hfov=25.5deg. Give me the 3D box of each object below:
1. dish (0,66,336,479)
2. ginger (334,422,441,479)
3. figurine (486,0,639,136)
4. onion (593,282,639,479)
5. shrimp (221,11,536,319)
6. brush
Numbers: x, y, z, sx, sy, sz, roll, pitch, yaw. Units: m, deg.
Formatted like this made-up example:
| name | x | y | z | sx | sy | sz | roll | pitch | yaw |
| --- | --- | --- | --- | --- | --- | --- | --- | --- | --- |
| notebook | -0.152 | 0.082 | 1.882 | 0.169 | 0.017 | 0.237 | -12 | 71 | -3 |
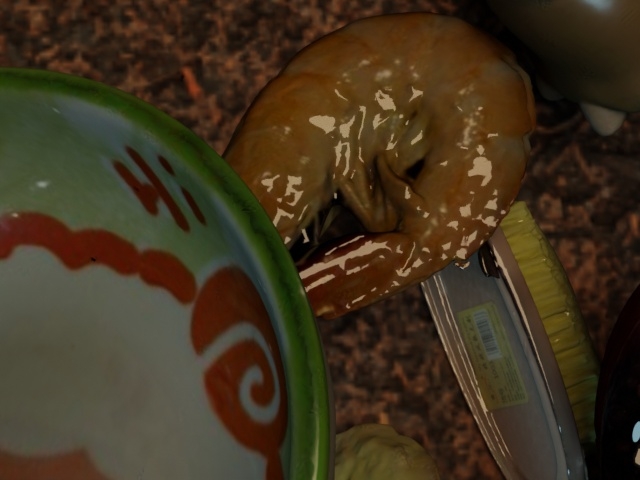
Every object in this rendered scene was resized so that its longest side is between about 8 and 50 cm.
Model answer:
| name | x | y | z | sx | sy | sz | roll | pitch | yaw |
| --- | --- | --- | --- | --- | --- | --- | --- | --- | --- |
| dish | -0.132 | 0.102 | 0.566 | 0.324 | 0.124 | 0.324 | -7 | 68 | 18 |
| ginger | 0.041 | 0.186 | 0.657 | 0.122 | 0.115 | 0.193 | 24 | 66 | -25 |
| figurine | 0.174 | -0.135 | 0.711 | 0.173 | 0.247 | 0.177 | -44 | 59 | 19 |
| onion | 0.270 | 0.128 | 0.590 | 0.341 | 0.341 | 0.341 | 2 | 77 | -9 |
| shrimp | 0.000 | 0.000 | 0.671 | 0.152 | 0.063 | 0.287 | 24 | 68 | 28 |
| brush | 0.129 | 0.118 | 0.696 | 0.067 | 0.072 | 0.313 | -16 | 81 | -26 |
